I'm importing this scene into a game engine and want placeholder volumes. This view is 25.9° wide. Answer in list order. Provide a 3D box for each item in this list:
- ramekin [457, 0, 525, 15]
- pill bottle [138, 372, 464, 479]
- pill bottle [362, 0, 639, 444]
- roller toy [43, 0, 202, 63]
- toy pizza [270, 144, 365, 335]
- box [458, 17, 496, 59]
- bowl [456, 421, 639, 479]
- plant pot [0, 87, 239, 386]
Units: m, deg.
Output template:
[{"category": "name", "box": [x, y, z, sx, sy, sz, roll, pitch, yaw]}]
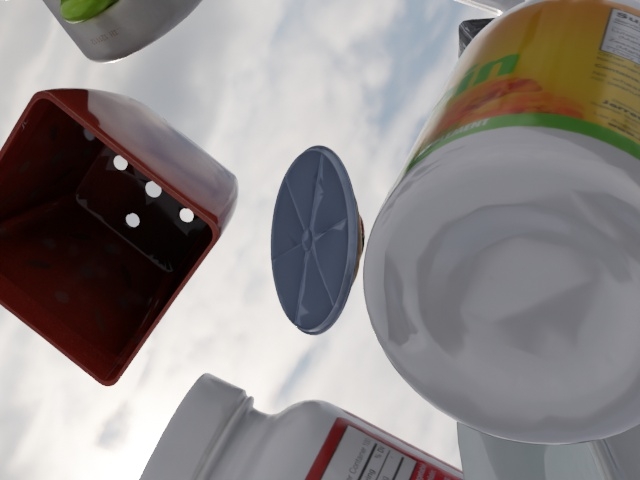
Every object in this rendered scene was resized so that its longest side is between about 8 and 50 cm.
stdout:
[{"category": "ramekin", "box": [0.239, -0.442, 1.875, 0.277, 0.135, 0.277, 15, 90, -84]}, {"category": "pill bottle", "box": [0.035, 0.287, 1.254, 0.229, 0.407, 0.229, -62, 175, -10]}, {"category": "pill bottle", "box": [0.112, -0.031, 0.626, 0.136, 0.136, 0.246, -49, -174, 32]}, {"category": "roller toy", "box": [-0.236, -0.317, 1.710, 0.209, 0.146, 0.191, -42, -154, -14]}, {"category": "toy pizza", "box": [0.000, 0.000, 1.471, 0.201, 0.032, 0.201, -9, -101, 64]}, {"category": "box", "box": [0.236, -0.023, 1.244, 0.294, 0.182, 0.296, -101, -172, -65]}, {"category": "bowl", "box": [0.216, 0.194, 1.006, 0.298, 0.134, 0.298, 166, -90, -77]}, {"category": "plant pot", "box": [-0.252, -0.033, 1.718, 0.267, 0.267, 0.236, -53, 178, 25]}]
